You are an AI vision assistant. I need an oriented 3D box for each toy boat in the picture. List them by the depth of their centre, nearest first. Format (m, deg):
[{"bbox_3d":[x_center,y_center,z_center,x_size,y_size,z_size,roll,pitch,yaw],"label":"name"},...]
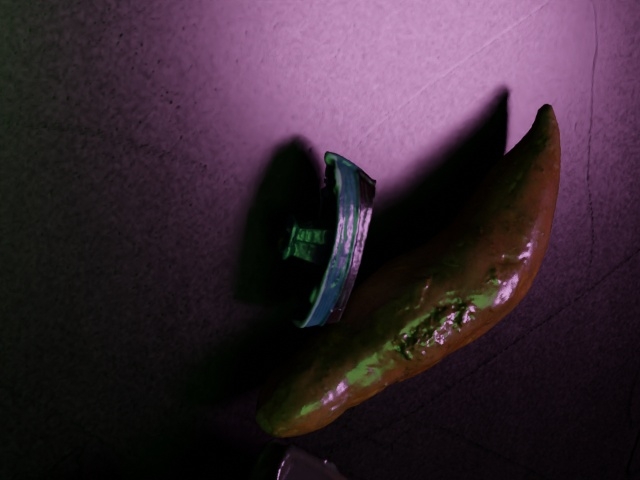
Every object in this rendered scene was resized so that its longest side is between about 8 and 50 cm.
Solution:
[{"bbox_3d":[0.000,0.000,1.054,0.060,0.060,0.137,13,109,-14],"label":"toy boat"}]

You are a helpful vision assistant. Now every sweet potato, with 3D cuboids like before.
[{"bbox_3d":[0.095,0.045,1.120,0.354,0.095,0.106,-45,115,-13],"label":"sweet potato"}]

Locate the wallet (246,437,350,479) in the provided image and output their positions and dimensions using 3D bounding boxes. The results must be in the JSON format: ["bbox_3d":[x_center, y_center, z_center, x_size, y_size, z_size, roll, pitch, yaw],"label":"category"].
[{"bbox_3d":[0.004,0.283,1.156,0.309,0.042,0.165,46,55,-53],"label":"wallet"}]
